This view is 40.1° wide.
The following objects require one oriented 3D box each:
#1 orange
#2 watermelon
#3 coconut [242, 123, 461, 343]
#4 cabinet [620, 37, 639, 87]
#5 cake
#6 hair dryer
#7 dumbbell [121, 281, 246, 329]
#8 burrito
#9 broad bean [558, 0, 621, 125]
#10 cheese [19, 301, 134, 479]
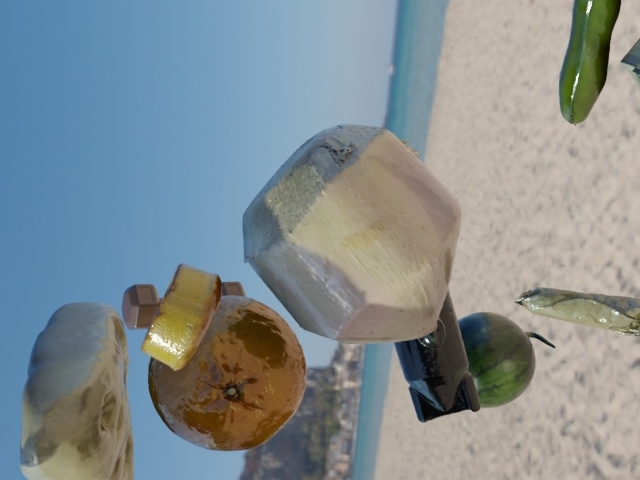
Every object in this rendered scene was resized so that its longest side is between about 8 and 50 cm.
[{"bbox_3d":[-0.104,0.148,0.986,0.155,0.178,0.177,-28,51,59],"label":"orange"},{"bbox_3d":[0.333,0.226,1.718,0.188,0.215,0.188,50,165,19],"label":"watermelon"},{"bbox_3d":[0.041,0.004,0.915,0.224,0.234,0.224,-49,10,12],"label":"coconut"},{"bbox_3d":[0.451,-0.165,0.905,0.150,0.145,0.206,-51,36,2],"label":"cabinet"},{"bbox_3d":[-0.109,0.060,0.699,0.084,0.044,0.084,-155,90,-84],"label":"cake"},{"bbox_3d":[0.173,0.174,1.356,0.302,0.116,0.244,1,-109,-84],"label":"hair dryer"},{"bbox_3d":[-0.251,0.121,1.640,0.082,0.231,0.092,-59,41,44],"label":"dumbbell"},{"bbox_3d":[0.347,0.090,1.143,0.058,0.188,0.045,81,-155,-48],"label":"burrito"},{"bbox_3d":[0.268,-0.225,0.857,0.065,0.046,0.254,-50,-32,-45],"label":"broad bean"},{"bbox_3d":[-0.330,0.280,1.186,0.328,0.130,0.351,-133,44,-80],"label":"cheese"}]
